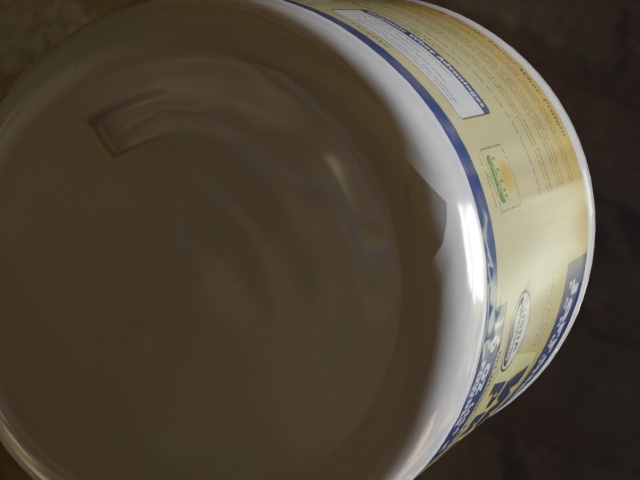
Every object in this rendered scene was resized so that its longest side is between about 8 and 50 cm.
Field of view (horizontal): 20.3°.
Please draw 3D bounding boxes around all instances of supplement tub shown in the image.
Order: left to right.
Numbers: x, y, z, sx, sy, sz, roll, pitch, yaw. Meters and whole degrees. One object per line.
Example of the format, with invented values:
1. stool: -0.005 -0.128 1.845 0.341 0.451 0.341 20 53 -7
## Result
1. supplement tub: 0.000 0.000 0.826 0.228 0.228 0.316 13 11 19
